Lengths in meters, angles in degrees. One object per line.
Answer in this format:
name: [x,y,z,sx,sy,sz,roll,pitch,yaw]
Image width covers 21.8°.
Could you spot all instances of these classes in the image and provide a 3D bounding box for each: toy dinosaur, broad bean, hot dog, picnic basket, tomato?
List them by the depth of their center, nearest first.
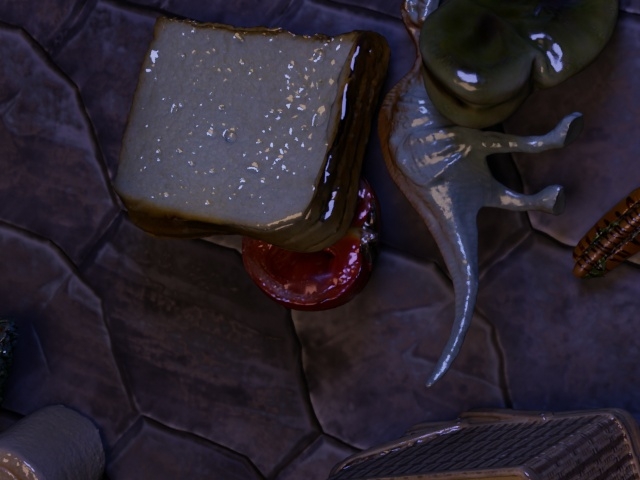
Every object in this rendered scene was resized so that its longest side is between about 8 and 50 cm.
broad bean: [0.173,-0.187,1.503,0.153,0.206,0.072,34,151,22]
toy dinosaur: [0.140,-0.057,1.555,0.205,0.092,0.393,8,87,22]
hot dog: [0.282,-0.006,1.561,0.049,0.037,0.122,49,116,11]
picnic basket: [0.167,0.290,1.586,0.312,0.175,0.228,-14,97,47]
tomato: [0.000,0.000,1.670,0.139,0.091,0.159,3,75,18]

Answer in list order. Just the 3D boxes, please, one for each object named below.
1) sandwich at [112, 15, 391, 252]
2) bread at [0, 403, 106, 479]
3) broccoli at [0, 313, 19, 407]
sandwich: [-0.069,-0.105,1.636,0.251,0.087,0.226,6,75,30]
bread: [-0.323,0.275,1.865,0.134,0.141,0.148,38,117,9]
broccoli: [-0.444,0.154,1.844,0.194,0.220,0.194,12,148,8]
